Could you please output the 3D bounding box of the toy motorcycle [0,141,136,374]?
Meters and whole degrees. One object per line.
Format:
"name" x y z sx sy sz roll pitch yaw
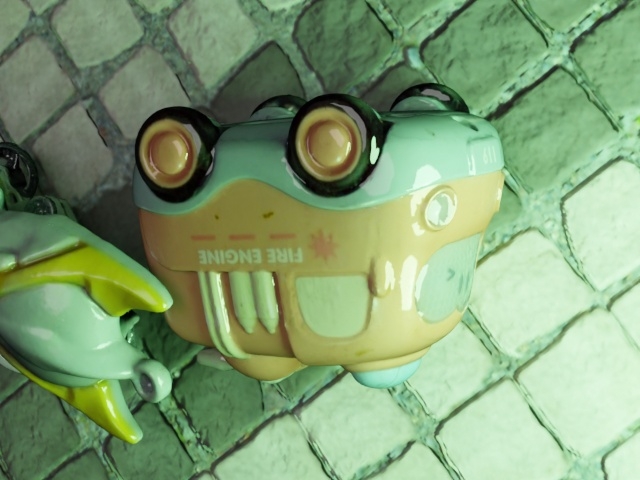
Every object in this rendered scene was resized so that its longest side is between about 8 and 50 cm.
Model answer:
"toy motorcycle" -0.256 0.034 1.155 0.151 0.074 0.228 -36 81 10

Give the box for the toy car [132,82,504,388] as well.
"toy car" 0.000 0.000 0.993 0.270 0.180 0.212 -2 97 28

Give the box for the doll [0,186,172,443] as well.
"doll" -0.227 0.020 1.051 0.316 0.103 0.145 39 107 26
